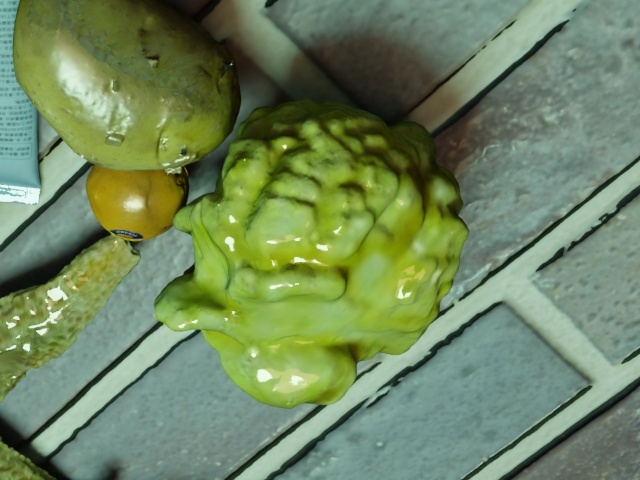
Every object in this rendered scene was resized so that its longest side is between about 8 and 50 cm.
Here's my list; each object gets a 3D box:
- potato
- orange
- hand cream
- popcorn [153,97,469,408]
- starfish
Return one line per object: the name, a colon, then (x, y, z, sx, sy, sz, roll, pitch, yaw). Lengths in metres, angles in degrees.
potato: (-0.142, -0.122, 0.790, 0.176, 0.137, 0.137, 38, 109, -22)
orange: (-0.144, -0.041, 0.873, 0.084, 0.083, 0.083, -4, 121, -6)
hand cream: (-0.246, -0.141, 0.814, 0.091, 0.058, 0.271, 4, 127, -14)
popcorn: (0.000, 0.000, 0.835, 0.255, 0.195, 0.256, -44, 160, -6)
starfish: (-0.315, 0.105, 0.931, 0.324, 0.082, 0.432, 0, 122, -6)
